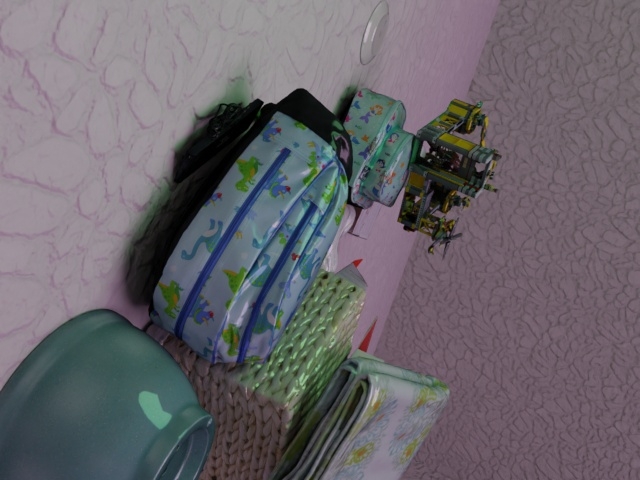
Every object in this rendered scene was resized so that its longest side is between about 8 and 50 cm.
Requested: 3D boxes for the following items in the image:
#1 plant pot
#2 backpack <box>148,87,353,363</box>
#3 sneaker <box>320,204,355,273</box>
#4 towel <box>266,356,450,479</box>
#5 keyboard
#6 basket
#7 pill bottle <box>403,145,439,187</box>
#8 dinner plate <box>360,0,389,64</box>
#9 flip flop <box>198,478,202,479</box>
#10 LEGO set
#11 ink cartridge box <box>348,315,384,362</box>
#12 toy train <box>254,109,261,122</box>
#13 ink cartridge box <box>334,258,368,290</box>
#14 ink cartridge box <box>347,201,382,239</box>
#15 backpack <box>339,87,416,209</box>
[{"bbox_3d":[-0.260,0.261,0.895,0.293,0.196,0.293,-59,164,-28],"label":"plant pot"},{"bbox_3d":[-0.100,0.005,1.020,0.355,0.273,0.290,-42,175,-29],"label":"backpack"},{"bbox_3d":[0.000,0.000,1.670,0.115,0.090,0.232,30,78,-66],"label":"sneaker"},{"bbox_3d":[0.064,0.357,1.156,0.321,0.090,0.374,-56,147,4],"label":"towel"},{"bbox_3d":[-0.146,-0.160,0.994,0.100,0.038,0.192,-48,-177,42],"label":"keyboard"},{"bbox_3d":[-0.115,0.225,1.228,0.331,0.266,0.329,-52,159,-48],"label":"basket"},{"bbox_3d":[0.193,-0.203,1.753,0.119,0.208,0.119,-58,163,-29],"label":"pill bottle"},{"bbox_3d":[0.123,-0.448,1.509,0.141,0.017,0.141,-60,164,-29],"label":"dinner plate"},{"bbox_3d":[-0.298,0.575,1.486,0.112,0.080,0.277,-167,-93,-66],"label":"flip flop"},{"bbox_3d":[0.317,-0.135,1.555,0.255,0.192,0.332,-30,141,-53],"label":"LEGO set"},{"bbox_3d":[0.057,0.332,1.344,0.261,0.066,0.297,-44,153,-55],"label":"ink cartridge box"},{"bbox_3d":[-0.094,-0.193,1.117,0.017,0.023,0.083,-65,165,-5],"label":"toy train"},{"bbox_3d":[0.015,0.208,1.849,0.308,0.091,0.385,-53,171,13],"label":"ink cartridge box"},{"bbox_3d":[0.143,-0.142,1.974,0.275,0.060,0.239,-66,165,3],"label":"ink cartridge box"},{"bbox_3d":[0.112,-0.200,1.547,0.225,0.191,0.254,17,92,-75],"label":"backpack"}]
